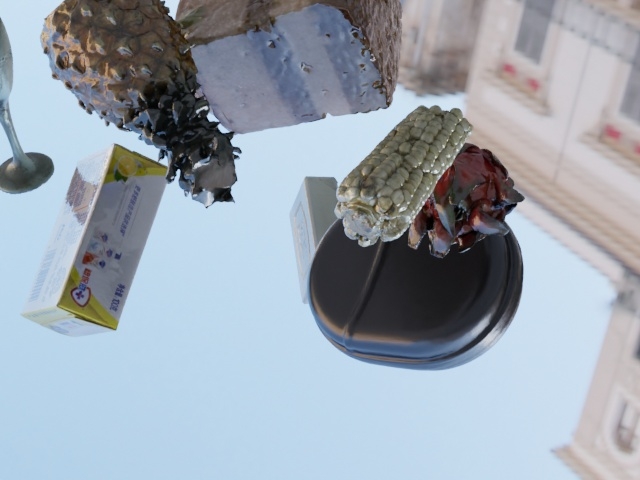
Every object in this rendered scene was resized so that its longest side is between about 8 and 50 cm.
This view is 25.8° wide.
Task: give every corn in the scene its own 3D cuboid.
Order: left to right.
[{"bbox_3d":[0.090,-0.082,1.486,0.087,0.087,0.211,21,-129,20],"label":"corn"}]

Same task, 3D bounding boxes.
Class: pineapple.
[{"bbox_3d":[-0.183,-0.152,1.520,0.158,0.158,0.278,-18,-116,-43],"label":"pineapple"}]

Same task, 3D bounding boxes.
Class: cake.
[{"bbox_3d":[-0.060,-0.260,1.678,0.293,0.198,0.196,-9,-127,20],"label":"cake"}]

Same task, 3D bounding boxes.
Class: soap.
[{"bbox_3d":[0.000,0.000,2.281,0.064,0.121,0.183,-1,-121,-16],"label":"soap"}]

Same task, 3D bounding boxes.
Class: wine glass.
[{"bbox_3d":[-0.410,-0.246,2.115,0.264,0.309,0.096,-22,-136,-12],"label":"wine glass"}]

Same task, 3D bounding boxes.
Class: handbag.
[{"bbox_3d":[0.123,0.047,1.872,0.308,0.253,0.093,4,159,33],"label":"handbag"}]

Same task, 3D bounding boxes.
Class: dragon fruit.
[{"bbox_3d":[0.168,-0.049,1.657,0.121,0.130,0.142,14,-160,-5],"label":"dragon fruit"}]

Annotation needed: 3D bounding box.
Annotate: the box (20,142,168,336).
[{"bbox_3d":[-0.331,0.003,2.054,0.097,0.265,0.168,25,160,-26],"label":"box"}]
